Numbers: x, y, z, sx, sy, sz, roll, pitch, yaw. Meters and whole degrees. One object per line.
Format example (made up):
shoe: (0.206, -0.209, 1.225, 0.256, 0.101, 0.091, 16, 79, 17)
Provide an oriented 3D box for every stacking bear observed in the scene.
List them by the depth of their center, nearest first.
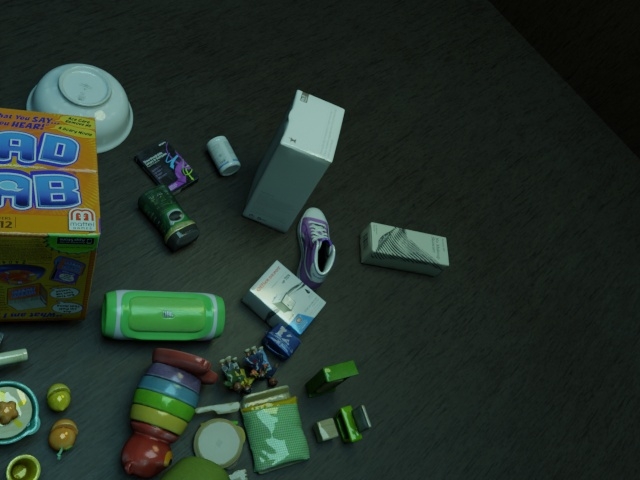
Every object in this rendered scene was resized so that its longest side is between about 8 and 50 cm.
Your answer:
stacking bear: (-0.378, 0.419, 1.599, 0.164, 0.175, 0.289, 15, 65, 9)

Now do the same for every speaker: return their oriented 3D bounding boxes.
speaker: (-0.403, 0.194, 1.727, 0.296, 0.131, 0.131, 4, 61, -23)

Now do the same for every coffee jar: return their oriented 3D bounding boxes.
coffee jar: (-0.425, -0.063, 1.888, 0.096, 0.079, 0.184, -30, 77, -38)

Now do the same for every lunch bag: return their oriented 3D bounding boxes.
lunch bag: (-0.114, 0.281, 1.849, 0.098, 0.067, 0.065, 40, 53, 1)

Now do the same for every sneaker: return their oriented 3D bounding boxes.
sneaker: (0.001, 0.000, 2.004, 0.102, 0.161, 0.282, 10, 58, -18)

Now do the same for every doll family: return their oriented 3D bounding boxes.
doll family: (-0.183, 0.350, 1.776, 0.193, 0.076, 0.111, -20, 68, -35)

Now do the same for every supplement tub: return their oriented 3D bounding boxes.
supplement tub: (-0.298, -0.258, 2.063, 0.071, 0.071, 0.107, -18, 72, -32)

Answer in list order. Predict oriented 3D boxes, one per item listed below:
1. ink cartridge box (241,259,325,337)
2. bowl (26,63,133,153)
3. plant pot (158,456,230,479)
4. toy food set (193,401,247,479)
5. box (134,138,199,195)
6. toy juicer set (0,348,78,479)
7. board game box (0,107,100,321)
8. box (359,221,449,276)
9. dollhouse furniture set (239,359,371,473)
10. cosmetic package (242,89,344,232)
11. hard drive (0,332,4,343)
ink cartridge box: (-0.104, 0.173, 1.906, 0.191, 0.082, 0.139, 41, 54, -1)
bowl: (-0.681, -0.405, 1.927, 0.298, 0.134, 0.298, 11, 58, -19)
plant pot: (-0.307, 0.633, 1.465, 0.275, 0.275, 0.293, 30, 39, -7)
toy food set: (-0.252, 0.509, 1.682, 0.132, 0.038, 0.192, -2, 69, -18)
box: (-0.455, -0.214, 1.990, 0.162, 0.029, 0.116, 46, 54, 6)
toy juicer set: (-0.667, 0.360, 1.495, 0.209, 0.089, 0.329, -33, 93, -37)
board game box: (-0.715, -0.053, 1.547, 0.356, 0.356, 0.356, 2, 53, -24)
box: (0.267, 0.030, 2.150, 0.275, 0.094, 0.113, 9, 60, -20)
dollhouse furniture set: (-0.038, 0.455, 1.735, 0.301, 0.151, 0.197, -9, 67, -28)
cosmetic package: (-0.084, -0.220, 1.946, 0.156, 0.385, 0.217, 22, 56, -13)
hard drive: (-0.873, 0.255, 1.516, 0.255, 0.054, 0.172, 17, 57, -16)
